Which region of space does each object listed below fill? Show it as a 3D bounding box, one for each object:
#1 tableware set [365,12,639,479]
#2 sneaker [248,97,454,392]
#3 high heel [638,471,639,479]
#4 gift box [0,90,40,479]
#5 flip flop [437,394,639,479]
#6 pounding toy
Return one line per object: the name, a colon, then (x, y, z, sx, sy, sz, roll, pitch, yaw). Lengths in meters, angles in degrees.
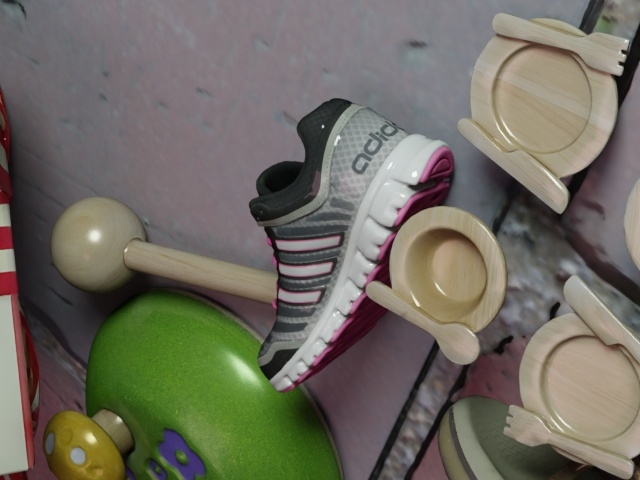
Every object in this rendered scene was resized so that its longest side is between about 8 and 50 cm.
tableware set: (0.096, 0.003, 0.641, 0.141, 0.020, 0.169, 37, 117, 24)
sneaker: (0.000, 0.000, 0.750, 0.075, 0.063, 0.170, 40, 136, 15)
high heel: (0.135, -0.019, 0.491, 0.093, 0.186, 0.261, 5, 123, 44)
gift box: (-0.274, 0.029, 0.843, 0.276, 0.258, 0.255, 4, 99, 61)
flip flop: (0.168, 0.131, 0.658, 0.277, 0.112, 0.080, 31, 103, 38)
pounding toy: (-0.090, 0.110, 0.889, 0.183, 0.110, 0.237, 24, 135, 31)
